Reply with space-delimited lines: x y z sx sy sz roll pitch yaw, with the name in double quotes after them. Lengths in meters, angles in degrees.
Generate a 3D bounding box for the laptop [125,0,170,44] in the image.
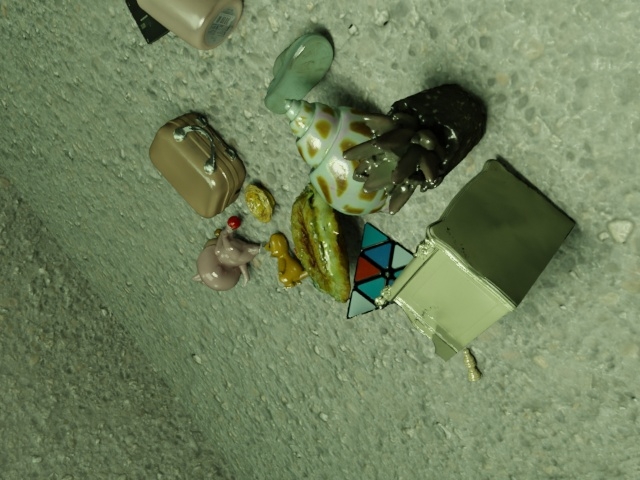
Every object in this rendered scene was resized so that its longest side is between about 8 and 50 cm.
-0.473 -0.652 2.006 0.207 0.026 0.154 -8 115 50 "laptop"

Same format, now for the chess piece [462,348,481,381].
0.401 0.331 1.910 0.035 0.035 0.092 -2 115 48 "chess piece"

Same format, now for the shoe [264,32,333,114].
-0.059 -0.416 1.721 0.251 0.103 0.100 -48 39 41 "shoe"

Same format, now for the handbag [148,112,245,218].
-0.362 -0.245 2.141 0.302 0.149 0.283 48 146 8 "handbag"

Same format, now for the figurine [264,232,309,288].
-0.094 0.051 2.167 0.122 0.121 0.176 -32 86 26 "figurine"

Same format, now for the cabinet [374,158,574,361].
0.319 0.049 1.540 0.227 0.290 0.318 41 146 7 "cabinet"

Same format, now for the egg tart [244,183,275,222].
-0.178 -0.116 2.135 0.128 0.049 0.129 34 143 31 "egg tart"

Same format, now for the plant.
0.199 -0.186 1.438 0.194 0.320 0.182 36 143 22 "plant"

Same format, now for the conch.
0.054 -0.196 1.697 0.368 0.197 0.249 64 159 -11 "conch"

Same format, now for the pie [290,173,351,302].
0.000 0.000 1.898 0.288 0.102 0.355 151 104 -77 "pie"

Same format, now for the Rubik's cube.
0.165 0.108 1.940 0.234 0.284 0.250 79 166 -64 "Rubik's cube"

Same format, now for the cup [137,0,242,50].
-0.313 -0.584 1.784 0.200 0.191 0.253 41 173 8 "cup"

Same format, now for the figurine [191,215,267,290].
-0.298 0.046 2.347 0.287 0.176 0.186 -48 40 38 "figurine"
